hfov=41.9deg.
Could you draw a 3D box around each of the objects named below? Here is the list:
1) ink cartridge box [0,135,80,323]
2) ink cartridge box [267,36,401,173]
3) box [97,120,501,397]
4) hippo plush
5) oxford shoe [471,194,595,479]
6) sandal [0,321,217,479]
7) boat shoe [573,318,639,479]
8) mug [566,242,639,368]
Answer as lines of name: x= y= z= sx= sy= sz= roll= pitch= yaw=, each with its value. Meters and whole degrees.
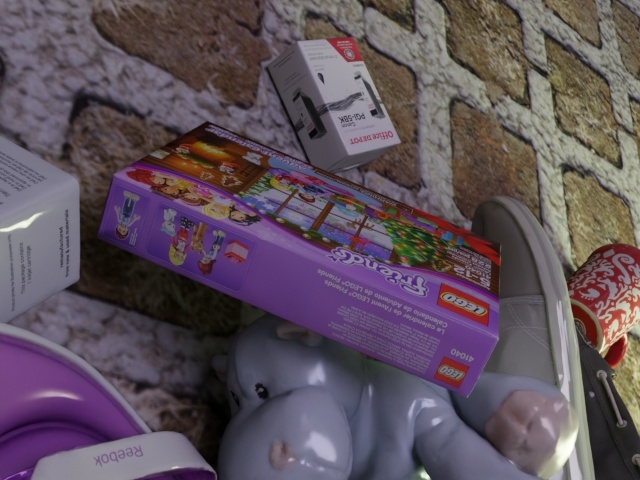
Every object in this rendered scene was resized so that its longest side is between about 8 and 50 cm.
ink cartridge box: x=-0.272 y=0.006 z=0.495 sx=0.153 sy=0.087 sz=0.208 roll=29 pitch=39 yaw=22
ink cartridge box: x=0.016 y=-0.148 z=0.913 sx=0.099 sy=0.056 sz=0.135 roll=-20 pitch=84 yaw=-47
box: x=0.000 y=0.000 z=0.673 sx=0.293 sy=0.057 sz=0.201 roll=23 pitch=22 yaw=4
hippo plush: x=0.047 y=0.138 z=0.671 sx=0.236 sy=0.234 sz=0.294 roll=31 pitch=52 yaw=-29
oxford shoe: x=0.188 y=0.147 z=0.874 sx=0.130 sy=0.169 sz=0.449 roll=1 pitch=62 yaw=-4
sandal: x=-0.117 y=0.181 z=0.511 sx=0.416 sy=0.102 sz=0.169 roll=52 pitch=44 yaw=-39
boat shoe: x=0.302 y=0.209 z=0.918 sx=0.095 sy=0.112 sz=0.335 roll=2 pitch=44 yaw=-2
mug: x=0.369 y=0.099 z=1.086 sx=0.169 sy=0.113 sz=0.150 roll=-26 pitch=87 yaw=-43
